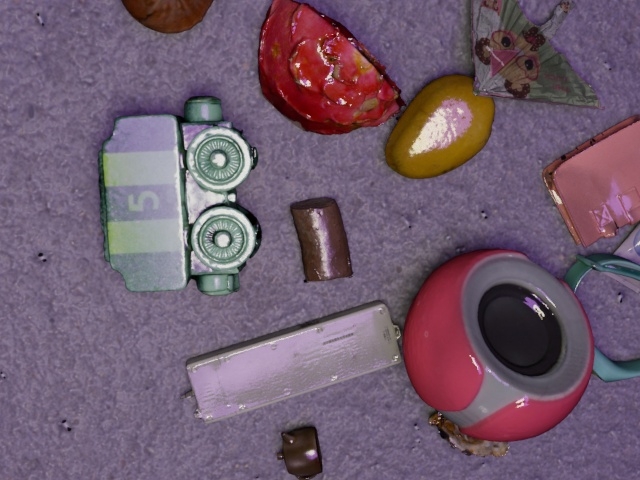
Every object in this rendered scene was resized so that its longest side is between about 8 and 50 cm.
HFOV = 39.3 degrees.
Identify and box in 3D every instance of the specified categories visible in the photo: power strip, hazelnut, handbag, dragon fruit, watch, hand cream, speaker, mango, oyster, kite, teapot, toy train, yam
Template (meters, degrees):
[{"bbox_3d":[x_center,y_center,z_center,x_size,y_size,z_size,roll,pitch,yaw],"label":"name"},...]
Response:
[{"bbox_3d":[-0.048,0.195,1.435,0.367,0.043,0.106,-16,98,-7],"label":"power strip"},{"bbox_3d":[-0.221,-0.376,1.297,0.150,0.150,0.150,-1,96,-9],"label":"hazelnut"},{"bbox_3d":[0.489,-0.099,1.477,0.212,0.059,0.157,-30,98,-3],"label":"handbag"},{"bbox_3d":[0.006,-0.245,1.355,0.261,0.163,0.189,36,117,-11],"label":"dragon fruit"},{"bbox_3d":[0.490,0.126,1.486,0.237,0.068,0.195,43,95,-12],"label":"watch"},{"bbox_3d":[0.543,0.013,1.506,0.084,0.053,0.142,29,101,-11],"label":"hand cream"},{"bbox_3d":[0.261,0.154,1.364,0.294,0.294,0.294,-1,96,-9],"label":"speaker"},{"bbox_3d":[0.185,-0.176,1.406,0.195,0.098,0.137,-33,103,2],"label":"mango"},{"bbox_3d":[0.249,0.304,1.487,0.148,0.051,0.103,21,80,-17],"label":"oyster"},{"bbox_3d":[0.322,-0.307,1.406,0.267,0.013,0.323,-42,93,-24],"label":"kite"},{"bbox_3d":[-0.035,0.347,1.441,0.068,0.076,0.121,-10,127,3],"label":"teapot"},{"bbox_3d":[-0.206,-0.061,1.326,0.238,0.167,0.299,-4,96,-3],"label":"toy train"},{"bbox_3d":[0.002,0.000,1.404,0.084,0.084,0.127,-13,101,-7],"label":"yam"}]
